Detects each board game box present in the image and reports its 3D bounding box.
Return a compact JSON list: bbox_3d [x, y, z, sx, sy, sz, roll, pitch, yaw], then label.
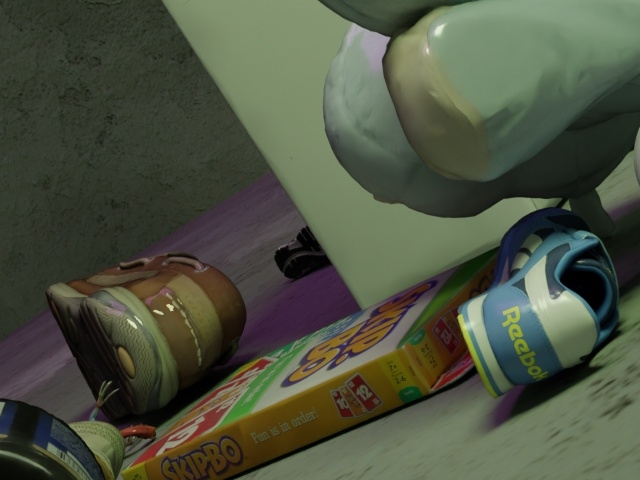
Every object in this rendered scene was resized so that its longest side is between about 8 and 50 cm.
[{"bbox_3d":[0.010,0.072,1.006,0.259,0.039,0.124,-24,11,42],"label":"board game box"}]

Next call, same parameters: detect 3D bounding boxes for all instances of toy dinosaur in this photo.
[{"bbox_3d":[-0.150,0.148,1.309,0.082,0.047,0.090,-5,61,60],"label":"toy dinosaur"}]

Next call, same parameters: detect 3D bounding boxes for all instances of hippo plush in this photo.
[{"bbox_3d":[0.108,-0.127,0.923,0.294,0.234,0.236,-12,-12,-14],"label":"hippo plush"}]

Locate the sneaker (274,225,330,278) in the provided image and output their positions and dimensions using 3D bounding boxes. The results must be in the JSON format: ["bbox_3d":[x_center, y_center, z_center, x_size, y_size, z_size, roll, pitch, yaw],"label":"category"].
[{"bbox_3d":[0.000,0.000,1.643,0.043,0.040,0.109,-34,6,-33],"label":"sneaker"}]

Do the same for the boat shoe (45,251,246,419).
[{"bbox_3d":[-0.133,0.069,1.468,0.116,0.123,0.324,-27,10,-16],"label":"boat shoe"}]

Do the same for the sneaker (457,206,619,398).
[{"bbox_3d":[0.107,0.022,0.811,0.059,0.053,0.144,-24,14,26],"label":"sneaker"}]

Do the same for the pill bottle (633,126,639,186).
[{"bbox_3d":[0.172,-0.032,0.713,0.086,0.086,0.152,-33,6,-3],"label":"pill bottle"}]

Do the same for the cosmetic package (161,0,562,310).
[{"bbox_3d":[0.020,-0.170,1.234,0.156,0.385,0.217,-28,4,29],"label":"cosmetic package"}]

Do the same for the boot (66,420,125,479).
[{"bbox_3d":[-0.209,0.178,1.090,0.213,0.077,0.165,-31,4,-1],"label":"boot"}]

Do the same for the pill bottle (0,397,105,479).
[{"bbox_3d":[-0.160,0.140,0.888,0.122,0.123,0.219,-33,5,-5],"label":"pill bottle"}]
